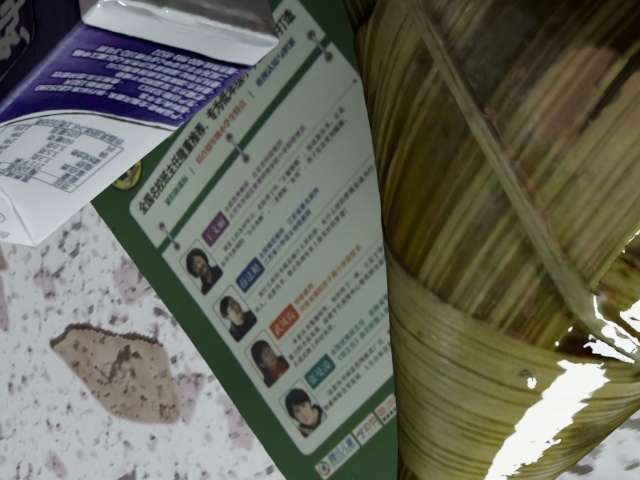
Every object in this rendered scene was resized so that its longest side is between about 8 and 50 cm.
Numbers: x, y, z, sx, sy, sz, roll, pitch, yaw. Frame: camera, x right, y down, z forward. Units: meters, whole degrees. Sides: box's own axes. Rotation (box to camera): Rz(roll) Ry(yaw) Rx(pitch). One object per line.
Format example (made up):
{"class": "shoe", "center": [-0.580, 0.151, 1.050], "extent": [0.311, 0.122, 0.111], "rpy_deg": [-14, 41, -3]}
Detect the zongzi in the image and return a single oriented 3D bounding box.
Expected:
{"class": "zongzi", "center": [0.049, -0.033, 0.541], "extent": [0.286, 0.134, 0.288], "rpy_deg": [50, 118, 22]}

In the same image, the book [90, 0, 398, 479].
{"class": "book", "center": [0.000, 0.000, 0.658], "extent": [0.264, 0.027, 0.202], "rpy_deg": [52, 125, 15]}

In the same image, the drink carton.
{"class": "drink carton", "center": [-0.135, -0.103, 0.667], "extent": [0.222, 0.101, 0.134], "rpy_deg": [-34, 62, 40]}
